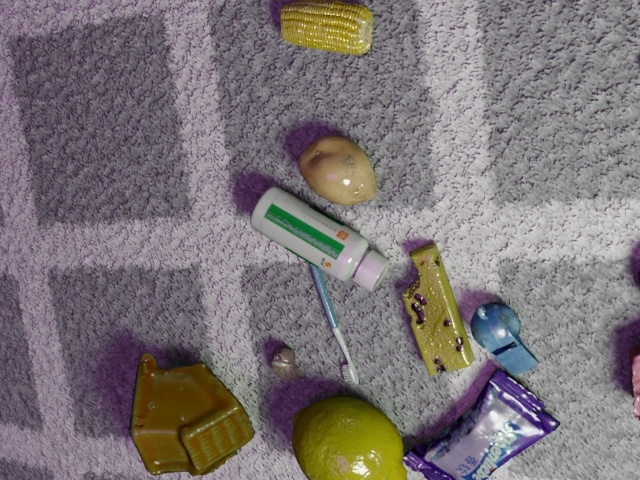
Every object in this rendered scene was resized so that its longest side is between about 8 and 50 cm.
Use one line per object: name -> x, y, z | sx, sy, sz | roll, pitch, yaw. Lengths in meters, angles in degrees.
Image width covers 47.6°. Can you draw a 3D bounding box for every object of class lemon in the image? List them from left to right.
lemon -> 0.045, 0.379, 1.334 | 0.248, 0.184, 0.184 | 23, 111, 27

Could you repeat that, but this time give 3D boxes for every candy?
candy -> 0.283, 0.357, 1.291 | 0.145, 0.070, 0.275 | 41, 111, 2

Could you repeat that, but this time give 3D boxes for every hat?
hat -> -0.066, 0.241, 1.431 | 0.058, 0.042, 0.087 | -7, 134, 32

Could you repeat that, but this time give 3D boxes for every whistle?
whistle -> 0.307, 0.157, 1.236 | 0.090, 0.090, 0.158 | -27, 131, 26

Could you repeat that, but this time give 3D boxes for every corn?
corn -> 0.008, -0.365, 1.237 | 0.165, 0.063, 0.085 | 11, 131, 22

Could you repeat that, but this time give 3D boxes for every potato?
potato -> 0.029, -0.118, 1.265 | 0.147, 0.112, 0.112 | 33, 113, 20

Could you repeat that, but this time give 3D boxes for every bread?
bread -> 0.198, 0.123, 1.281 | 0.088, 0.049, 0.226 | -18, 94, 26

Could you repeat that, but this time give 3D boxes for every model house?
model house -> -0.249, 0.376, 1.488 | 0.239, 0.173, 0.268 | -1, 134, 10

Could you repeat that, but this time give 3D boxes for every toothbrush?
toothbrush -> 0.020, 0.146, 1.379 | 0.025, 0.019, 0.275 | -15, 97, 33

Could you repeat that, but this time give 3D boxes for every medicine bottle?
medicine bottle -> 0.000, 0.000, 1.310 | 0.260, 0.095, 0.095 | 31, 113, 15

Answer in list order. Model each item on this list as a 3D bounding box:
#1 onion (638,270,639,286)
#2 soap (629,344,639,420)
onion -> 0.545, 0.063, 1.101 | 0.105, 0.115, 0.115 | 0, 108, -23
soap -> 0.589, 0.198, 1.106 | 0.250, 0.099, 0.162 | -34, 88, 25
